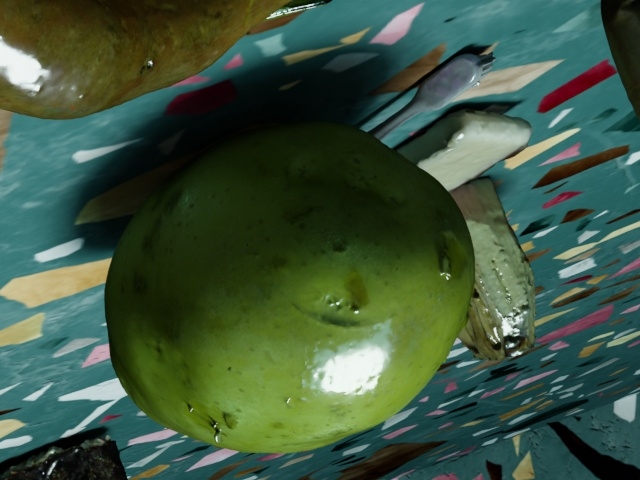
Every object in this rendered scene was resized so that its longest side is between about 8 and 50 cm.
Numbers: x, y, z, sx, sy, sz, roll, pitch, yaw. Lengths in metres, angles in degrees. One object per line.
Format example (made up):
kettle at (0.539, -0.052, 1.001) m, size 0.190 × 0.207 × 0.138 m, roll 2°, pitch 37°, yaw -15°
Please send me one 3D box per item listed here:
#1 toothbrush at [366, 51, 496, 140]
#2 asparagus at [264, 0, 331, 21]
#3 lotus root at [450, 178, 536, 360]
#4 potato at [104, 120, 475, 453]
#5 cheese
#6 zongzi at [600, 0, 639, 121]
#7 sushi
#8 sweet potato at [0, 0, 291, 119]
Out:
toothbrush at (-0.002, -0.042, 1.369) m, size 0.029 × 0.024 × 0.354 m, roll -19°, pitch 168°, yaw -47°
asparagus at (-0.071, -0.107, 1.035) m, size 0.166 × 0.013 × 0.016 m, roll -18°, pitch -152°, yaw -8°
lotus root at (0.138, 0.027, 1.622) m, size 0.070 × 0.144 × 0.143 m, roll -26°, pitch 177°, yaw -17°
potato at (-0.026, 0.035, 1.257) m, size 0.216 × 0.216 × 0.304 m, roll -16°, pitch 175°, yaw -20°
cheese at (-0.002, -0.002, 1.509) m, size 0.085 × 0.034 × 0.400 m, roll -1°, pitch 156°, yaw -44°
zongzi at (0.341, -0.159, 1.196) m, size 0.317 × 0.154 × 0.289 m, roll -31°, pitch 172°, yaw 17°
sushi at (-0.269, 0.251, 1.985) m, size 0.150 × 0.078 × 0.090 m, roll -23°, pitch 173°, yaw 3°
sweet potato at (-0.090, -0.107, 0.873) m, size 0.346 × 0.079 × 0.108 m, roll -13°, pitch 152°, yaw -42°
